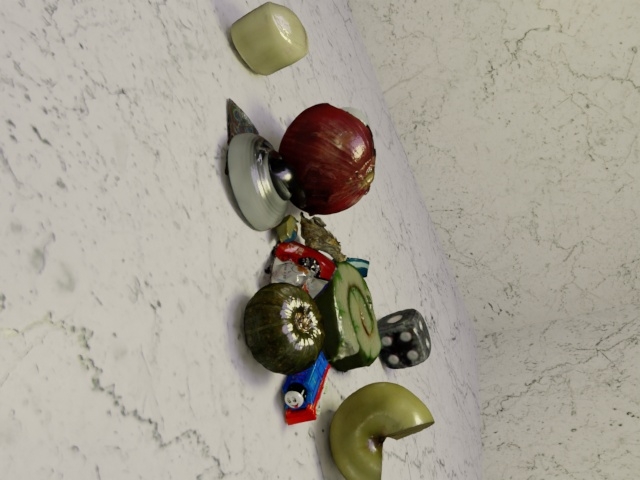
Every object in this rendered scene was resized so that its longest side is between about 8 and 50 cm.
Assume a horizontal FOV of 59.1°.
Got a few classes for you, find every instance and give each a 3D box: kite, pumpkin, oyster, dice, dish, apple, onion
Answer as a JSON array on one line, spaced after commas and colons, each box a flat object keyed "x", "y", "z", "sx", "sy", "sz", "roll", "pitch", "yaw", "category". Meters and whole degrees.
[{"x": -0.225, "y": -0.259, "z": 1.562, "sx": 0.152, "sy": 0.015, "sz": 0.286, "roll": 48, "pitch": 32, "yaw": -44, "category": "kite"}, {"x": -0.088, "y": 0.211, "z": 1.357, "sx": 0.223, "sy": 0.157, "sz": 0.224, "roll": 29, "pitch": 47, "yaw": -36, "category": "pumpkin"}, {"x": 0.000, "y": 0.000, "z": 1.699, "sx": 0.081, "sy": 0.191, "sz": 0.163, "roll": -57, "pitch": 177, "yaw": -21, "category": "oyster"}, {"x": 0.319, "y": 0.381, "z": 2.188, "sx": 0.183, "sy": 0.182, "sz": 0.181, "roll": 68, "pitch": 23, "yaw": -9, "category": "dice"}, {"x": -0.130, "y": -0.173, "z": 1.539, "sx": 0.273, "sy": 0.133, "sz": 0.274, "roll": -14, "pitch": 90, "yaw": -74, "category": "dish"}, {"x": 0.151, "y": 0.530, "z": 1.577, "sx": 0.233, "sy": 0.295, "sz": 0.258, "roll": 39, "pitch": -4, "yaw": 12, "category": "apple"}, {"x": 0.017, "y": -0.229, "z": 1.739, "sx": 0.341, "sy": 0.341, "sz": 0.342, "roll": 49, "pitch": 32, "yaw": -46, "category": "onion"}]

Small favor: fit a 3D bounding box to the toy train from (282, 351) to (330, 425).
[{"x": -0.041, "y": 0.368, "z": 1.455, "sx": 0.204, "sy": 0.082, "sz": 0.131, "roll": -62, "pitch": 132, "yaw": -63, "category": "toy train"}]

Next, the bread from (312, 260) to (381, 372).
[{"x": 0.075, "y": 0.247, "z": 1.761, "sx": 0.367, "sy": 0.129, "sz": 0.382, "roll": 65, "pitch": 23, "yaw": -20, "category": "bread"}]

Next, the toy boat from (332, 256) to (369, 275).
[{"x": 0.121, "y": 0.100, "z": 2.039, "sx": 0.299, "sy": 0.095, "sz": 0.062, "roll": 15, "pitch": 71, "yaw": -68, "category": "toy boat"}]

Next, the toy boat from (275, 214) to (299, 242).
[{"x": -0.093, "y": -0.034, "z": 1.643, "sx": 0.066, "sy": 0.065, "sz": 0.172, "roll": 57, "pitch": 14, "yaw": -14, "category": "toy boat"}]

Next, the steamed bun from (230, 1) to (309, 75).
[{"x": -0.147, "y": -0.618, "z": 1.762, "sx": 0.250, "sy": 0.199, "sz": 0.155, "roll": -2, "pitch": 77, "yaw": -65, "category": "steamed bun"}]

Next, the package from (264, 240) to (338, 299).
[{"x": -0.057, "y": 0.087, "z": 1.564, "sx": 0.194, "sy": 0.071, "sz": 0.269, "roll": 38, "pitch": 22, "yaw": -7, "category": "package"}]

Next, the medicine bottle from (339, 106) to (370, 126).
[{"x": 0.096, "y": -0.352, "z": 2.174, "sx": 0.190, "sy": 0.189, "sz": 0.332, "roll": 56, "pitch": 27, "yaw": -37, "category": "medicine bottle"}]
